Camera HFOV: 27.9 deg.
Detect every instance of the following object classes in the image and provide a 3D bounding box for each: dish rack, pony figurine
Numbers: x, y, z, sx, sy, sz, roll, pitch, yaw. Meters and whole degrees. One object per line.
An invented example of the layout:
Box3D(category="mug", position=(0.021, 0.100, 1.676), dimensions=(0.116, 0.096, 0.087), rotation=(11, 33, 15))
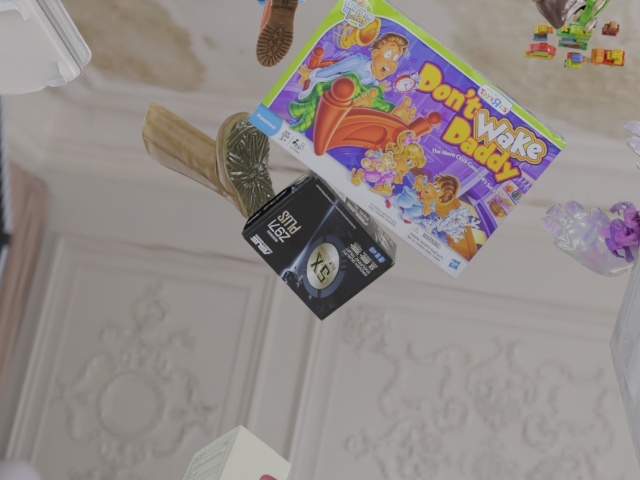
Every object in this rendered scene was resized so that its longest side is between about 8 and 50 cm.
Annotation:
Box3D(category="dish rack", position=(-0.577, -0.350, 2.265), dimensions=(0.285, 0.072, 0.333), rotation=(-10, -26, 7))
Box3D(category="pony figurine", position=(0.606, -0.007, 2.245), dimensions=(0.351, 0.303, 0.363), rotation=(43, 9, -5))

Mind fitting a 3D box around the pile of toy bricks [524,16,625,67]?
Box3D(category="pile of toy bricks", position=(0.539, -0.426, 2.700), dimensions=(0.212, 0.118, 0.105), rotation=(5, -11, 0))

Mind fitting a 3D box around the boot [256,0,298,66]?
Box3D(category="boot", position=(-0.076, -0.379, 2.224), dimensions=(0.059, 0.158, 0.084), rotation=(13, 17, -17))

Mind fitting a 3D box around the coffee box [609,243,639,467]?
Box3D(category="coffee box", position=(0.596, 0.112, 1.667), dimensions=(0.334, 0.338, 0.338), rotation=(11, 25, 0))

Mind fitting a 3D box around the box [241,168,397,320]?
Box3D(category="box", position=(0.000, 0.000, 1.891), dimensions=(0.180, 0.147, 0.077), rotation=(48, 18, -12))

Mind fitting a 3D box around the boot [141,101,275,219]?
Box3D(category="boot", position=(-0.203, -0.163, 2.154), dimensions=(0.269, 0.089, 0.236), rotation=(34, -33, 33))

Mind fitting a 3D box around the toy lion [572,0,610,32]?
Box3D(category="toy lion", position=(0.444, -0.385, 2.016), dimensions=(0.034, 0.096, 0.100), rotation=(43, -18, 14))

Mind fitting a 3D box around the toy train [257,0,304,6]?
Box3D(category="toy train", position=(-0.088, -0.537, 2.624), dimensions=(0.184, 0.105, 0.080), rotation=(-21, -25, -47))

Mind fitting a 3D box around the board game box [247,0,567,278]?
Box3D(category="board game box", position=(0.113, -0.148, 1.701), dimensions=(0.347, 0.233, 0.078), rotation=(37, 13, -4))

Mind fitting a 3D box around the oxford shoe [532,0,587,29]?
Box3D(category="oxford shoe", position=(0.488, -0.474, 2.405), dimensions=(0.097, 0.271, 0.098), rotation=(-17, -75, 55))

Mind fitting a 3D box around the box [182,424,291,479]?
Box3D(category="box", position=(-0.166, 0.457, 2.190), dimensions=(0.127, 0.232, 0.148), rotation=(41, -50, -16))
